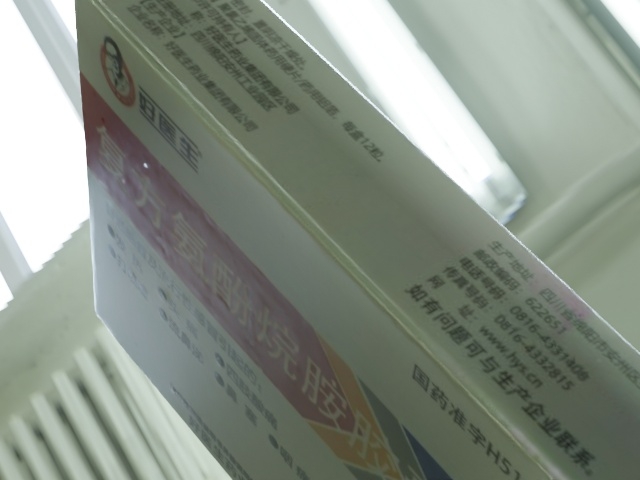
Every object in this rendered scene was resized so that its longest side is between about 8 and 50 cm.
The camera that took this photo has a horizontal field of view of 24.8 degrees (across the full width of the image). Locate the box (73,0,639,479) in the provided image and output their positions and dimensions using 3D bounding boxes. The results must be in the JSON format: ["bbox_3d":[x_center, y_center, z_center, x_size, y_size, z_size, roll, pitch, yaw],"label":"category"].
[{"bbox_3d":[0.023,0.064,0.562,0.069,0.353,0.214,-30,-32,-27],"label":"box"}]
